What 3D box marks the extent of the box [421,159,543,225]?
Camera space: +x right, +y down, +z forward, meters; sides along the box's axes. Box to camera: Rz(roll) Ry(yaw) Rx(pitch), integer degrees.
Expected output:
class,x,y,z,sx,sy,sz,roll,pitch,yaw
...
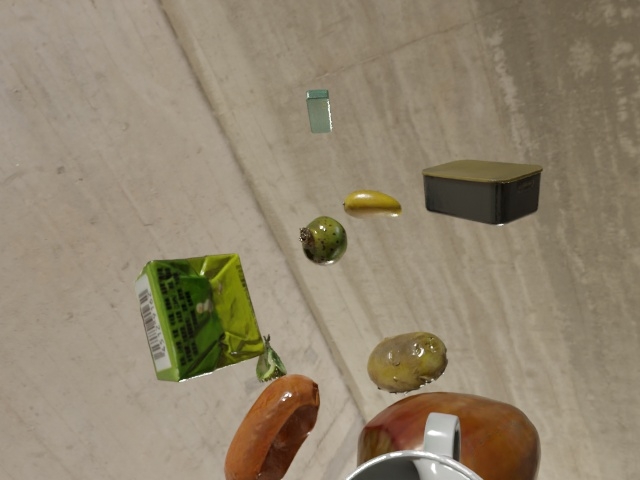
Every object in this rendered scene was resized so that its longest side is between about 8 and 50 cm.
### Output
class,x,y,z,sx,sy,sz,roll,pitch,yaw
box,0.306,-0.095,0.970,0.144,0.201,0.090,-18,-68,-33

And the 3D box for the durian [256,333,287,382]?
class,x,y,z,sx,sy,sz,roll,pitch,yaw
durian,-0.140,0.342,1.439,0.086,0.215,0.100,0,-78,-14

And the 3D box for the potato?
class,x,y,z,sx,sy,sz,roll,pitch,yaw
potato,0.196,0.278,1.202,0.081,0.200,0.164,50,-147,-29

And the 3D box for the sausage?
class,x,y,z,sx,sy,sz,roll,pitch,yaw
sausage,-0.099,0.386,1.022,0.133,0.133,0.258,43,-106,-39

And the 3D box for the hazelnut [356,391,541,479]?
class,x,y,z,sx,sy,sz,roll,pitch,yaw
hazelnut,0.238,0.445,0.951,0.365,0.365,0.366,9,-102,-50

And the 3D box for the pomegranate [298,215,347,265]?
class,x,y,z,sx,sy,sz,roll,pitch,yaw
pomegranate,0.003,0.002,1.252,0.130,0.130,0.131,9,-102,-50

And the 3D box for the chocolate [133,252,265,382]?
class,x,y,z,sx,sy,sz,roll,pitch,yaw
chocolate,-0.320,0.197,1.323,0.288,0.137,0.301,-6,-103,-51

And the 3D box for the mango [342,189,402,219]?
class,x,y,z,sx,sy,sz,roll,pitch,yaw
mango,0.142,-0.095,1.375,0.103,0.160,0.076,54,-135,-67

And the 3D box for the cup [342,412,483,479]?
class,x,y,z,sx,sy,sz,roll,pitch,yaw
cup,0.112,0.288,0.448,0.221,0.166,0.202,-43,-43,-21

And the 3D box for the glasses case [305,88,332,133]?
class,x,y,z,sx,sy,sz,roll,pitch,yaw
glasses case,-0.003,-0.443,1.743,0.184,0.077,0.040,78,-169,-63
